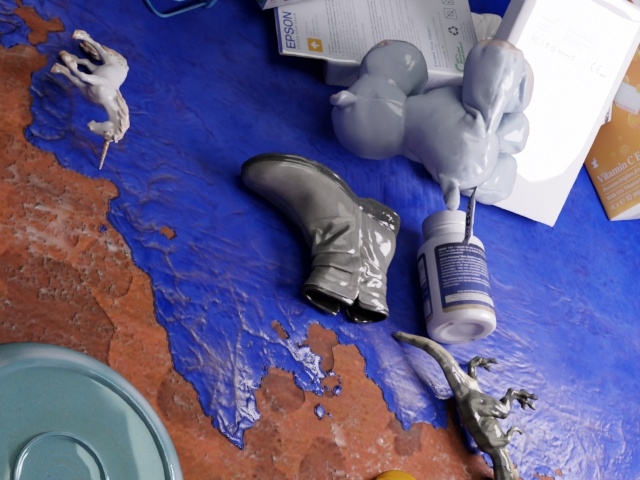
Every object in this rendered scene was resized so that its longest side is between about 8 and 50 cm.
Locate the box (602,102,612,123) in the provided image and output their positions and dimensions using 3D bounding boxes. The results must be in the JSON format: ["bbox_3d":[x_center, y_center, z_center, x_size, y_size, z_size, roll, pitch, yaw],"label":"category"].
[{"bbox_3d":[0.386,-0.270,1.910,0.182,0.119,0.181,-24,122,-46],"label":"box"}]

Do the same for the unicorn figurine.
[{"bbox_3d":[-0.264,-0.184,1.403,0.111,0.060,0.162,35,47,-18],"label":"unicorn figurine"}]

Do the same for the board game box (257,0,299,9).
[{"bbox_3d":[-0.066,-0.483,1.708,0.193,0.053,0.305,-19,71,-30],"label":"board game box"}]

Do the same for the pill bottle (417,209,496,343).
[{"bbox_3d":[0.183,0.048,1.619,0.094,0.094,0.169,15,56,-34],"label":"pill bottle"}]

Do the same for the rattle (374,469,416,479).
[{"bbox_3d":[0.073,0.376,1.374,0.130,0.143,0.200,-8,84,-9],"label":"rattle"}]

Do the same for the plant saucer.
[{"bbox_3d":[-0.261,0.241,1.161,0.317,0.043,0.318,20,54,-31],"label":"plant saucer"}]

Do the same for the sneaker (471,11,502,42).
[{"bbox_3d":[0.220,-0.266,1.864,0.115,0.090,0.232,13,57,-11],"label":"sneaker"}]

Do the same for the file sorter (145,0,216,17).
[{"bbox_3d":[-0.166,-0.384,1.532,0.104,0.170,0.118,-31,87,-44],"label":"file sorter"}]

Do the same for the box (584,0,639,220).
[{"bbox_3d":[0.551,-0.236,2.019,0.168,0.215,0.345,-6,68,-42],"label":"box"}]

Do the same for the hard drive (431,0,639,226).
[{"bbox_3d":[0.332,-0.216,1.770,0.233,0.353,0.047,18,11,-32],"label":"hard drive"}]

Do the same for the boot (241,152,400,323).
[{"bbox_3d":[0.000,0.000,1.508,0.246,0.083,0.161,27,56,-24],"label":"boot"}]

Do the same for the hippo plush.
[{"bbox_3d":[0.142,-0.147,1.623,0.294,0.236,0.234,-67,156,-18],"label":"hippo plush"}]

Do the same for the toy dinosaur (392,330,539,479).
[{"bbox_3d":[0.214,0.210,1.576,0.118,0.064,0.268,-28,81,-39],"label":"toy dinosaur"}]

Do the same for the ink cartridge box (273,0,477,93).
[{"bbox_3d":[0.066,-0.374,1.778,0.330,0.071,0.324,4,62,-20],"label":"ink cartridge box"}]
